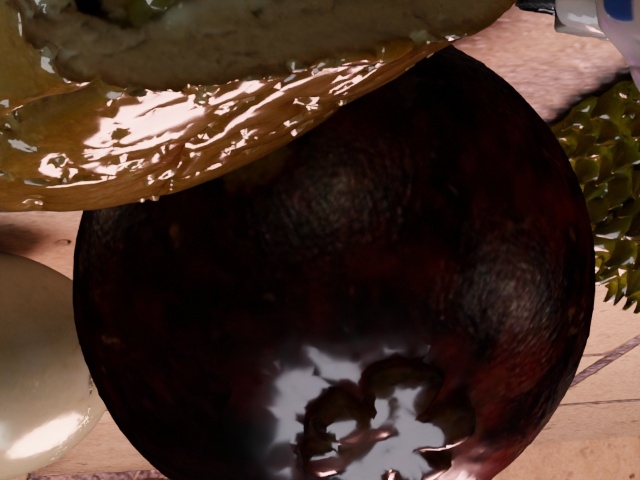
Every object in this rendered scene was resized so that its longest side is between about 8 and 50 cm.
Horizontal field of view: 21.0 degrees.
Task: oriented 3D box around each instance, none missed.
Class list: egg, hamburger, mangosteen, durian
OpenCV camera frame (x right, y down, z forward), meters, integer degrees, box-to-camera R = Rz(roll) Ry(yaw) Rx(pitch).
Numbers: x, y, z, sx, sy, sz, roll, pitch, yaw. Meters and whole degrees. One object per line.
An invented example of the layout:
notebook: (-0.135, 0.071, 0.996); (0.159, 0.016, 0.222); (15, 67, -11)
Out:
egg: (-0.283, 0.100, 1.353); (0.253, 0.186, 0.186); (-8, 165, -6)
hamburger: (-0.068, -0.094, 0.746); (0.309, 0.132, 0.211); (-17, 172, -40)
mangosteen: (0.000, 0.000, 1.032); (0.306, 0.359, 0.306); (-8, 131, -10)
durian: (0.257, -0.057, 1.205); (0.169, 0.158, 0.352); (-37, -177, -32)

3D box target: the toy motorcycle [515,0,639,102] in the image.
toy motorcycle: (0.227, -0.121, 0.939); (0.221, 0.102, 0.150); (3, -177, -19)
